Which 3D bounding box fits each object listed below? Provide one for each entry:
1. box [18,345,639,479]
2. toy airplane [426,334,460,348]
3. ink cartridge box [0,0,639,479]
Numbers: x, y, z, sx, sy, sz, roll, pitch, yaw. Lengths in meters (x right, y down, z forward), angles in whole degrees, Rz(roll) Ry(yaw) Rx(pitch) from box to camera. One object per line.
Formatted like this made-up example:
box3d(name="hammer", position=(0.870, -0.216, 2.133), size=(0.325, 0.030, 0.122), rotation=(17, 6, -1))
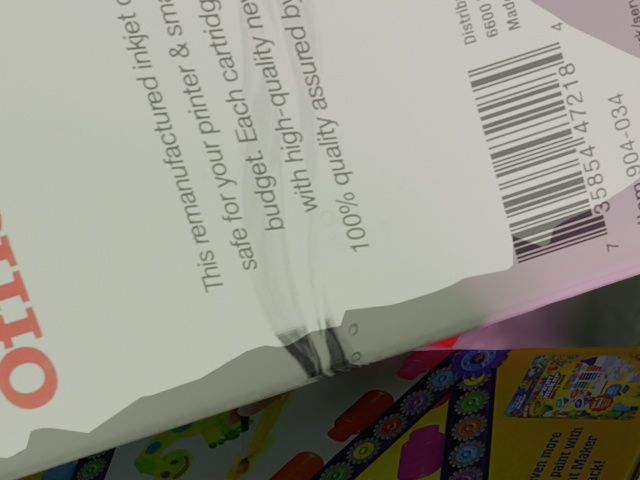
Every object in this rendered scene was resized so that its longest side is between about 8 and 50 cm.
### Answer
box3d(name="box", position=(0.019, 0.199, 0.536), size=(0.279, 0.177, 0.290), rotation=(-5, 126, 40))
box3d(name="toy airplane", position=(0.000, 0.000, 0.599), size=(0.151, 0.028, 0.151), rotation=(-5, 115, -10))
box3d(name="ink cartridge box", position=(-0.007, -0.068, 0.498), size=(0.272, 0.115, 0.198), rotation=(-18, 103, -5))
